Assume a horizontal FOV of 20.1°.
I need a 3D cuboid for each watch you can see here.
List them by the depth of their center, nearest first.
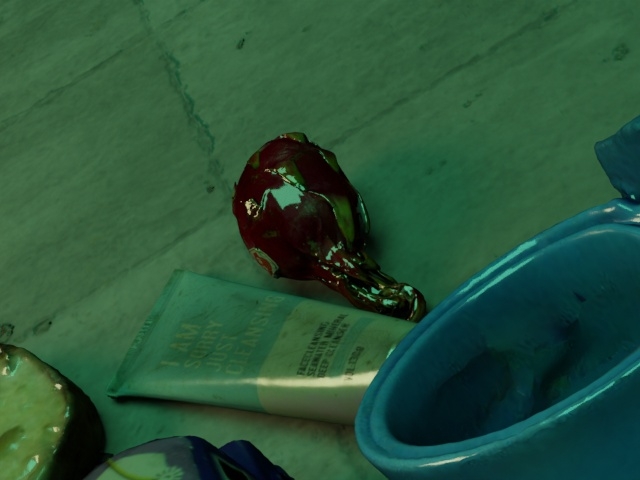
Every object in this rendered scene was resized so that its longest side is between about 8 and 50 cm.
[{"bbox_3d":[0.176,0.084,0.904,0.274,0.241,0.305,-36,13,-8],"label":"watch"}]

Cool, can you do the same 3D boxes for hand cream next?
[{"bbox_3d":[-0.018,0.074,1.207,0.312,0.070,0.111,6,61,40],"label":"hand cream"}]

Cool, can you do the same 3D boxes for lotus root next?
[{"bbox_3d":[-0.237,0.155,1.265,0.170,0.074,0.261,-41,44,-11],"label":"lotus root"}]

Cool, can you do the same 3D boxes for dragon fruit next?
[{"bbox_3d":[0.000,0.000,1.250,0.094,0.094,0.190,-36,54,-2],"label":"dragon fruit"}]

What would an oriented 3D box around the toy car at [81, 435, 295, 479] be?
[{"bbox_3d":[-0.078,0.198,1.049,0.172,0.158,0.235,-32,29,3],"label":"toy car"}]
